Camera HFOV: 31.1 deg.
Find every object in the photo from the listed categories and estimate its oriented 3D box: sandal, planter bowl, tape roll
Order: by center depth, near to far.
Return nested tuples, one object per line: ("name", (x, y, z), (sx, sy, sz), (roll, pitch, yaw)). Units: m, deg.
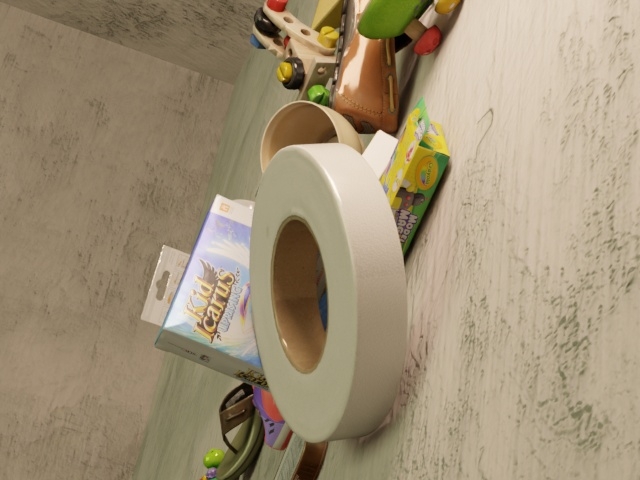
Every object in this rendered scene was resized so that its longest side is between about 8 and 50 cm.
("tape roll", (-0.001, 0.066, 1.503), (0.392, 0.072, 0.392), (176, 90, -69))
("planter bowl", (0.001, -0.131, 1.784), (0.162, 0.109, 0.162), (0, 91, 40))
("sandal", (-0.134, 0.292, 2.078), (0.120, 0.086, 0.303), (-130, 59, -76))

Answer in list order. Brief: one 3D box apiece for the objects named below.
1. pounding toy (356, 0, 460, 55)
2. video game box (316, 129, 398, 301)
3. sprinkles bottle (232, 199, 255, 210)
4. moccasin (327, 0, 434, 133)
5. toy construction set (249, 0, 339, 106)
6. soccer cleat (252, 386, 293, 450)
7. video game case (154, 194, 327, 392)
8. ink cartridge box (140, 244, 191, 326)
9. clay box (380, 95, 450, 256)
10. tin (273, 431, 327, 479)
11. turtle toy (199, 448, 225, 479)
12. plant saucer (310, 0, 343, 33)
("pounding toy", (0.169, -0.370, 1.733), (0.237, 0.110, 0.183), (-47, -6, -22))
("video game box", (0.041, -0.035, 1.695), (0.205, 0.048, 0.187), (-57, -10, -43))
("sprinkles bottle", (-0.196, 0.089, 2.592), (0.121, 0.121, 0.356), (137, 149, -66))
("moccasin", (0.105, -0.350, 1.886), (0.139, 0.146, 0.380), (100, 178, -63))
("toy construction set", (0.041, -0.353, 2.089), (0.309, 0.257, 0.237), (-41, 44, 23))
("soccer cleat", (-0.074, 0.223, 1.865), (0.116, 0.108, 0.318), (-65, 16, 11))
("video game case", (-0.091, 0.086, 1.737), (0.061, 0.244, 0.270), (120, 170, -51))
("ink cartridge box", (-0.284, 0.137, 2.638), (0.066, 0.232, 0.189), (144, 143, -65))
("clay box", (0.118, -0.075, 1.566), (0.127, 0.053, 0.222), (-91, 23, -64))
("tin", (-0.037, 0.344, 1.687), (0.106, 0.040, 0.190), (-98, 28, -74))
("turtle toy", (-0.197, 0.456, 2.169), (0.095, 0.066, 0.130), (124, 160, -53))
("plant saucer", (0.093, -0.612, 2.435), (0.333, 0.081, 0.333), (160, 128, -75))
